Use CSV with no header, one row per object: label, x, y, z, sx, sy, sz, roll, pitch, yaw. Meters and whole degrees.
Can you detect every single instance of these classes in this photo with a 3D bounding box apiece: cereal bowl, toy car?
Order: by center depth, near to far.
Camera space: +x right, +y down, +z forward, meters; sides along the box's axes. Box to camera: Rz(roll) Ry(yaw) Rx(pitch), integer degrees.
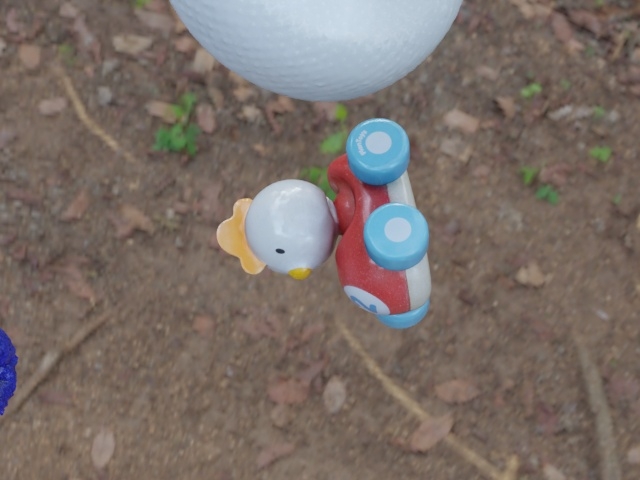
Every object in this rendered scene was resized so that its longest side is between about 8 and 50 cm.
cereal bowl,0.011,-0.316,1.364,0.339,0.141,0.339,5,78,-25
toy car,0.000,0.000,1.609,0.238,0.219,0.210,-11,65,0

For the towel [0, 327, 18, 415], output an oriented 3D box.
towel,-0.326,0.024,0.670,0.308,0.227,0.076,10,72,23
